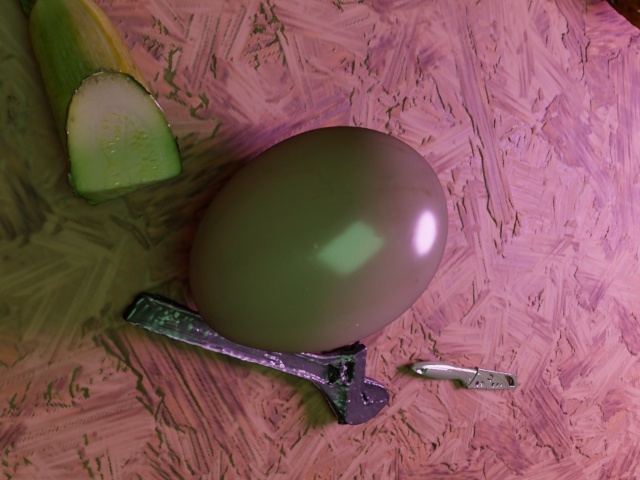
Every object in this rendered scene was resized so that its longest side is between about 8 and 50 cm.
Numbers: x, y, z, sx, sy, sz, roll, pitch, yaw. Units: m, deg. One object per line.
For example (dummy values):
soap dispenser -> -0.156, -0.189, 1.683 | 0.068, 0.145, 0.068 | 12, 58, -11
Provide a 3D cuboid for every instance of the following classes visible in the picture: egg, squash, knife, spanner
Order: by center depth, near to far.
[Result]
squash -> -0.179, -0.125, 0.497 | 0.090, 0.075, 0.200 | -21, 110, -1
egg -> 0.000, 0.000, 0.570 | 0.241, 0.186, 0.186 | -25, 112, -21
spanner -> -0.047, 0.119, 0.659 | 0.325, 0.026, 0.093 | 25, 85, -32
knife -> 0.186, 0.174, 0.826 | 0.207, 0.014, 0.030 | 14, 89, -35

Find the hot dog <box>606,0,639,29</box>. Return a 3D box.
hot dog -> 0.423, -0.387, 0.826 | 0.175, 0.114, 0.259 | -42, 120, -26
